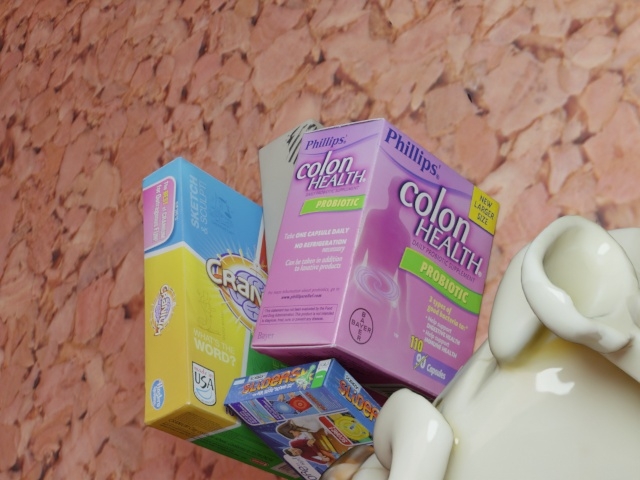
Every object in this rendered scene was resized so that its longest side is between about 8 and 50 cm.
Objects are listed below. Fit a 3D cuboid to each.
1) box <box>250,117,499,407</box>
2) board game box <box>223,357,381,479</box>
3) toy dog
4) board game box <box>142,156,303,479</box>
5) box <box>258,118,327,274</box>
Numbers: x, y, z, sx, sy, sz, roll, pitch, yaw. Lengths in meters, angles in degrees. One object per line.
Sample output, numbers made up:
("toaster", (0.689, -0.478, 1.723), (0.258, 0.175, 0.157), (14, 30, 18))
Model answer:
("box", (0.065, 0.032, 1.193), (0.117, 0.213, 0.243), (-7, 63, 43))
("board game box", (0.016, 0.203, 1.154), (0.136, 0.201, 0.035), (-16, 38, 37))
("toy dog", (0.156, 0.181, 0.947), (0.408, 0.284, 0.395), (-51, 10, 25))
("board game box", (-0.094, 0.091, 1.295), (0.064, 0.242, 0.316), (-29, 50, 28))
("box", (0.000, 0.000, 1.354), (0.094, 0.113, 0.275), (-29, 51, 29))
